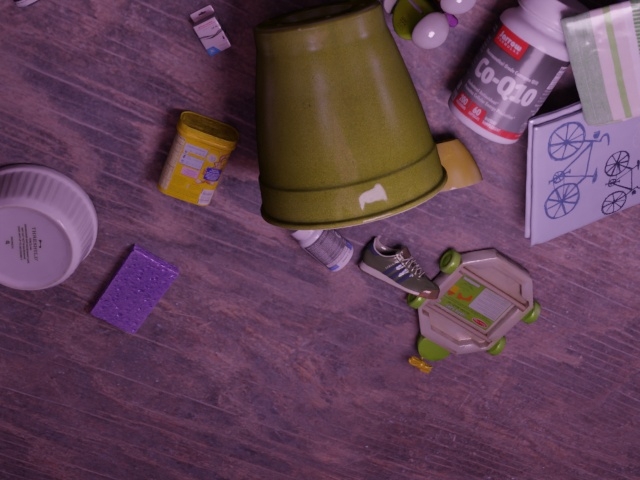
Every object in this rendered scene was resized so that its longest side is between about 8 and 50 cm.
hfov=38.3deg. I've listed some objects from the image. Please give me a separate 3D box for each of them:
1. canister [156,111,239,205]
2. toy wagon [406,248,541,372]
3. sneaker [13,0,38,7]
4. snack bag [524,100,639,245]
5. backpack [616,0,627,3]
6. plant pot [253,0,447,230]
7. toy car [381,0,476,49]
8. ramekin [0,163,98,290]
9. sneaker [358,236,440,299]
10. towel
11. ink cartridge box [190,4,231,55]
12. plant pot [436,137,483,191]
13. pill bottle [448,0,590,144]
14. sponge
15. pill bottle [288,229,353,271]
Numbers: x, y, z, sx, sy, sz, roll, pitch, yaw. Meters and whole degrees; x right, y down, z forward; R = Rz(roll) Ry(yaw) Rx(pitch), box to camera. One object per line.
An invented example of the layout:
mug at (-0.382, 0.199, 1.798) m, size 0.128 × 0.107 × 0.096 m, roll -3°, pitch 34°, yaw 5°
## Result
canister at (-0.255, -0.165, 1.894) m, size 0.126 × 0.073 × 0.170 m, roll 19°, pitch 121°, yaw -14°
toy wagon at (0.328, 0.170, 2.140) m, size 0.267 × 0.068 × 0.344 m, roll 31°, pitch 117°, yaw -20°
sneaker at (-0.503, -0.534, 1.627) m, size 0.226 × 0.086 × 0.163 m, roll -40°, pitch 127°, yaw 10°
snack bag at (0.573, -0.166, 1.884) m, size 0.343 × 0.037 × 0.323 m, roll -20°, pitch 133°, yaw -10°
backpack at (0.667, -0.446, 1.698) m, size 0.225 × 0.191 × 0.253 m, roll -25°, pitch 115°, yaw 14°
plant pot at (0.027, -0.252, 1.718) m, size 0.367 × 0.366 × 0.353 m, roll -11°, pitch 110°, yaw 5°
toy car at (0.216, -0.445, 1.711) m, size 0.136 × 0.159 × 0.182 m, roll 6°, pitch 131°, yaw -51°
ramekin at (-0.614, -0.016, 1.939) m, size 0.273 × 0.127 × 0.272 m, roll -1°, pitch 122°, yaw -2°
sneaker at (0.181, 0.056, 2.032) m, size 0.192 × 0.064 × 0.086 m, roll 23°, pitch 110°, yaw 15°
towel at (0.616, -0.337, 1.646) m, size 0.325 × 0.038 × 0.248 m, roll -12°, pitch 129°, yaw 18°
ink cartridge box at (-0.211, -0.402, 1.768) m, size 0.048 × 0.028 × 0.083 m, roll -24°, pitch 120°, yaw 12°
plant pot at (0.260, -0.158, 1.903) m, size 0.134 × 0.134 × 0.095 m, roll -12°, pitch 98°, yaw 5°
pill bottle at (0.380, -0.340, 1.758) m, size 0.161 × 0.161 × 0.283 m, roll 22°, pitch 119°, yaw -16°
sponge at (-0.421, 0.113, 2.088) m, size 0.117 × 0.031 × 0.210 m, roll 30°, pitch 116°, yaw -20°
pill bottle at (0.000, 0.000, 2.008) m, size 0.078 × 0.078 × 0.137 m, roll -39°, pitch 117°, yaw 20°
